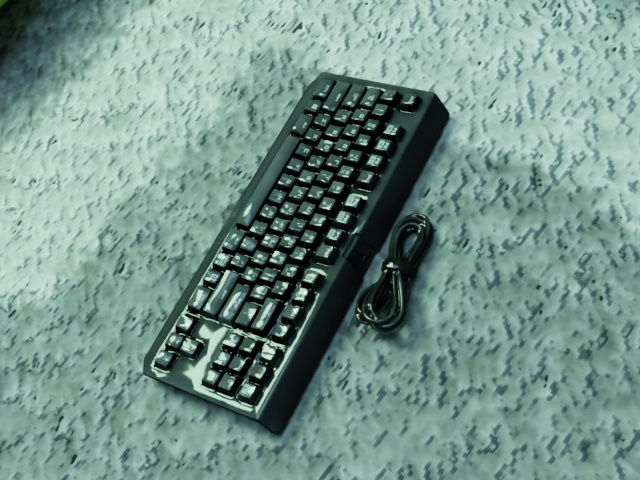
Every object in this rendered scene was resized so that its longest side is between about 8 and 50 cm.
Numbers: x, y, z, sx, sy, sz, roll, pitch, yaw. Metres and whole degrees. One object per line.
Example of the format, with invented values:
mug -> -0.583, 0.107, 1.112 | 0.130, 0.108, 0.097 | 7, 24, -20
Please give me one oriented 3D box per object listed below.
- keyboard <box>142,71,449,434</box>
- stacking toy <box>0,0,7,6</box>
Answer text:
keyboard -> 0.000, 0.000, 0.486 | 0.108, 0.023, 0.180 | 19, 68, 26
stacking toy -> -0.232, -0.164, 0.602 | 0.166, 0.175, 0.301 | -3, 73, 18
